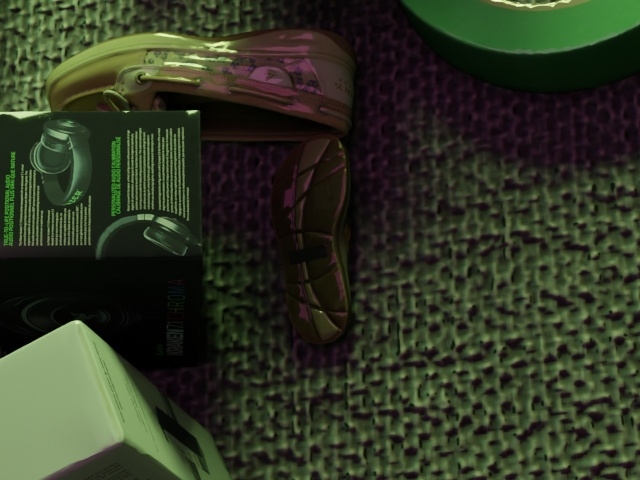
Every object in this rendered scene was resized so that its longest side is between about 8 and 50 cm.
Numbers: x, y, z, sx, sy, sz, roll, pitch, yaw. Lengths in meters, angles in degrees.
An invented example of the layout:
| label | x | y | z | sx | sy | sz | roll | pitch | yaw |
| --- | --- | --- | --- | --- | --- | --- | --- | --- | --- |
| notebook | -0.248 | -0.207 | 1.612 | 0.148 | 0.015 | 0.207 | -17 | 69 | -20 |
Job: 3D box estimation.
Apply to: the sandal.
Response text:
| label | x | y | z | sx | sy | sz | roll | pitch | yaw |
| --- | --- | --- | --- | --- | --- | --- | --- | --- | --- |
| sandal | 0.000 | 0.000 | 1.560 | 0.072 | 0.049 | 0.180 | -8 | 81 | 21 |

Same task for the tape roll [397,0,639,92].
| label | x | y | z | sx | sy | sz | roll | pitch | yaw |
| --- | --- | --- | --- | --- | --- | --- | --- | --- | --- |
| tape roll | 0.206 | -0.288 | 1.590 | 0.321 | 0.077 | 0.321 | -7 | 66 | 16 |

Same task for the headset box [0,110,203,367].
| label | x | y | z | sx | sy | sz | roll | pitch | yaw |
| --- | --- | --- | --- | --- | --- | --- | --- | --- | --- |
| headset box | -0.238 | 0.005 | 1.474 | 0.283 | 0.246 | 0.131 | 0 | 66 | -6 |

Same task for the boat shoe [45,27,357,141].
| label | x | y | z | sx | sy | sz | roll | pitch | yaw |
| --- | --- | --- | --- | --- | --- | --- | --- | --- | --- |
| boat shoe | -0.110 | -0.125 | 1.611 | 0.285 | 0.104 | 0.089 | -6 | 64 | 15 |

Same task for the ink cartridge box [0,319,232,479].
| label | x | y | z | sx | sy | sz | roll | pitch | yaw |
| --- | --- | --- | --- | --- | --- | --- | --- | --- | --- |
| ink cartridge box | -0.198 | 0.196 | 1.416 | 0.197 | 0.273 | 0.114 | -28 | 59 | 6 |
